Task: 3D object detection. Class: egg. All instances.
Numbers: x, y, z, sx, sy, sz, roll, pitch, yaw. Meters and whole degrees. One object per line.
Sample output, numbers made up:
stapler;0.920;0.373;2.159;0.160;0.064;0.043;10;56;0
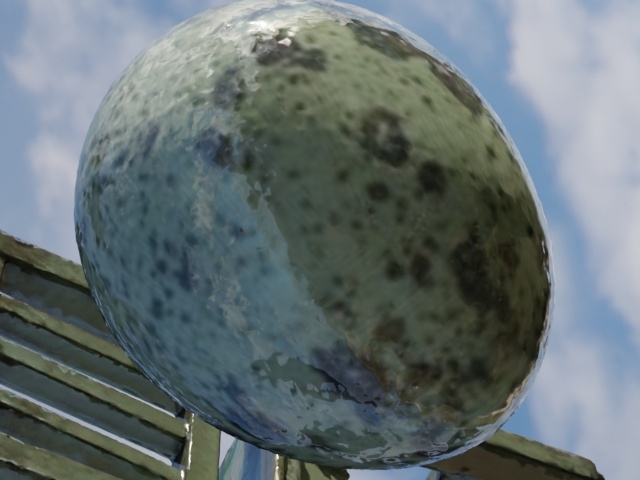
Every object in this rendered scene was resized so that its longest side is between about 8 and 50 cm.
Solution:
egg;0.000;0.000;0.588;0.132;0.132;0.172;28;-168;-49

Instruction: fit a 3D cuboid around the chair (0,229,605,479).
chair;-0.036;0.126;0.708;0.270;0.147;0.136;20;-152;-14
